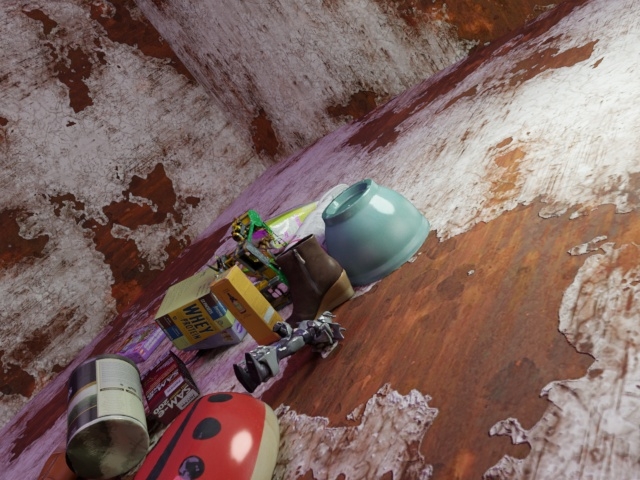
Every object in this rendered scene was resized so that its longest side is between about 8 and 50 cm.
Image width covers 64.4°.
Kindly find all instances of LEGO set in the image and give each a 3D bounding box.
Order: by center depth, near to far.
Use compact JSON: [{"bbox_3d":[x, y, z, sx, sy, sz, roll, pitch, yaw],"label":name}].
[{"bbox_3d":[-0.209,0.087,1.610,0.192,0.331,0.255,-32,38,24],"label":"LEGO set"}]

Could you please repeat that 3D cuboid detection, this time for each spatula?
[{"bbox_3d":[-0.431,0.393,1.687,0.296,0.030,0.084,-42,31,-22],"label":"spatula"}]

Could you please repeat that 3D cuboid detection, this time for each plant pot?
[{"bbox_3d":[0.126,-0.045,1.409,0.293,0.196,0.293,-34,17,12],"label":"plant pot"}]

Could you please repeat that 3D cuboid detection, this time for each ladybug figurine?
[{"bbox_3d":[-0.233,0.447,0.942,0.305,0.162,0.449,-30,19,27],"label":"ladybug figurine"}]

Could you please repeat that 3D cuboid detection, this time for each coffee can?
[{"bbox_3d":[-0.590,0.476,1.405,0.201,0.202,0.275,-39,34,-3],"label":"coffee can"}]

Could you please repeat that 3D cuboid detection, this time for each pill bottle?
[{"bbox_3d":[0.000,0.000,1.607,0.160,0.160,0.283,-26,20,34],"label":"pill bottle"}]

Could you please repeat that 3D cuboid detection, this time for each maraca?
[{"bbox_3d":[-0.217,0.081,1.953,0.185,0.099,0.127,-26,13,-24],"label":"maraca"}]

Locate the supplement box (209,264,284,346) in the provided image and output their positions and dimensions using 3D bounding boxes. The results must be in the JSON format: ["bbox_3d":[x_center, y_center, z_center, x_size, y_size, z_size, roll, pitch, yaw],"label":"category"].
[{"bbox_3d":[-0.199,0.183,1.417,0.078,0.233,0.080,-28,20,28],"label":"supplement box"}]

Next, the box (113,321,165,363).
[{"bbox_3d":[-0.787,0.452,2.217,0.293,0.057,0.201,-23,23,40],"label":"box"}]

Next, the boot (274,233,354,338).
[{"bbox_3d":[-0.058,0.123,1.330,0.248,0.207,0.090,-37,17,5],"label":"boot"}]

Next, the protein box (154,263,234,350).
[{"bbox_3d":[-0.385,0.208,1.623,0.201,0.136,0.200,-26,23,10],"label":"protein box"}]

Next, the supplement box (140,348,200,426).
[{"bbox_3d":[-0.457,0.433,1.524,0.130,0.073,0.239,-44,27,-13],"label":"supplement box"}]

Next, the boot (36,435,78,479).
[{"bbox_3d":[-0.732,0.675,1.476,0.283,0.109,0.220,-12,37,33],"label":"boot"}]

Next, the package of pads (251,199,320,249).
[{"bbox_3d":[-0.120,-0.063,1.993,0.296,0.101,0.229,-29,12,-29],"label":"package of pads"}]

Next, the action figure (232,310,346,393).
[{"bbox_3d":[-0.063,0.235,1.180,0.285,0.099,0.185,-29,3,-41],"label":"action figure"}]

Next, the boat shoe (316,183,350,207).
[{"bbox_3d":[0.029,-0.075,1.831,0.320,0.118,0.103,-50,26,-22],"label":"boat shoe"}]

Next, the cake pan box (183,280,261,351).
[{"bbox_3d":[-0.330,0.257,1.718,0.266,0.070,0.246,-15,25,31],"label":"cake pan box"}]
